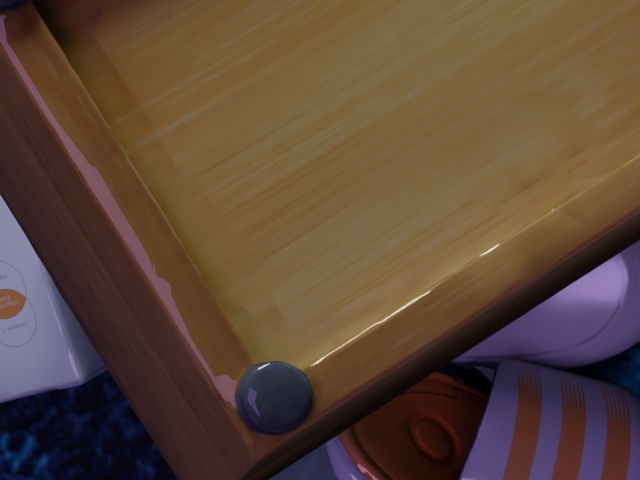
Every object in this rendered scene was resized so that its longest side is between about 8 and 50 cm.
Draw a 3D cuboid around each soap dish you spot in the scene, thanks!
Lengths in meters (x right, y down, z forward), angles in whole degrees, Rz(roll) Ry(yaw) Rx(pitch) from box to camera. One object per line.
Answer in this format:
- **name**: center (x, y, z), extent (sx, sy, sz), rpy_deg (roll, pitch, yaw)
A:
- **soap dish**: center (0.023, -0.068, 0.462), extent (0.290, 0.118, 0.229), rpy_deg (-32, 94, -8)

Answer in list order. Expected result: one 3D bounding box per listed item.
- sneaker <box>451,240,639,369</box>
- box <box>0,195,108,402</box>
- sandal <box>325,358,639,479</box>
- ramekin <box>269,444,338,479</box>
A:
- **sneaker**: center (0.000, 0.000, 0.573), extent (0.305, 0.152, 0.114), rpy_deg (15, 105, 14)
- **box**: center (-0.183, -0.002, 0.669), extent (0.130, 0.091, 0.171), rpy_deg (-16, 96, 21)
- **sandal**: center (0.130, 0.105, 0.551), extent (0.265, 0.102, 0.076), rpy_deg (24, 126, -12)
- **ramekin**: center (0.036, 0.222, 0.621), extent (0.272, 0.127, 0.273), rpy_deg (4, 103, 18)
